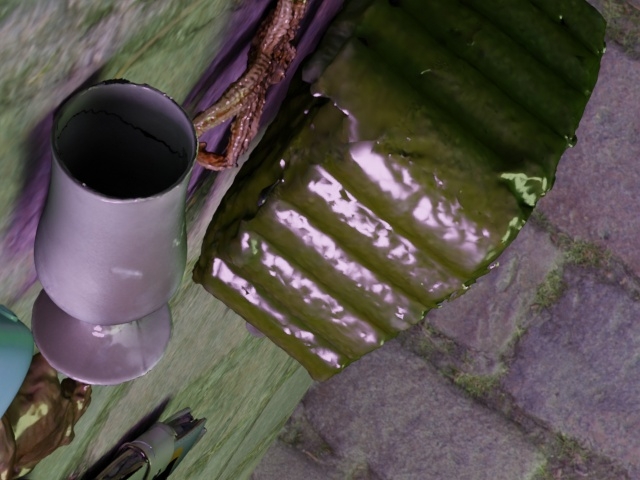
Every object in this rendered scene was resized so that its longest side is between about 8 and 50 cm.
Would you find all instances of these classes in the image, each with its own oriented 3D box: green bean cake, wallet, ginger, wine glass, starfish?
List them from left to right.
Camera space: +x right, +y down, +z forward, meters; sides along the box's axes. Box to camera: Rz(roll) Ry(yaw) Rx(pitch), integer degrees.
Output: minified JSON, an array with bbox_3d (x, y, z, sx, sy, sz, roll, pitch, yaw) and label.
[{"bbox_3d":[-0.228,0.135,1.070,0.122,0.084,0.290,-47,172,0],"label":"ginger"},{"bbox_3d":[-0.134,-0.001,0.970,0.103,0.103,0.231,-49,168,-33],"label":"wine glass"},{"bbox_3d":[-0.234,0.299,1.842,0.170,0.069,0.231,-52,173,29],"label":"wallet"},{"bbox_3d":[-0.031,-0.144,1.140,0.209,0.053,0.150,-54,-178,-13],"label":"starfish"},{"bbox_3d":[0.052,-0.079,1.239,0.319,0.218,0.335,-43,-170,47],"label":"green bean cake"}]

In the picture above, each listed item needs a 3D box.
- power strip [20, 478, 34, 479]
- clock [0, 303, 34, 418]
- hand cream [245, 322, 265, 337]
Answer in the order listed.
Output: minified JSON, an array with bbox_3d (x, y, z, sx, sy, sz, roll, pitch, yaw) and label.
[{"bbox_3d":[-0.307,0.332,1.448,0.167,0.054,0.253,-64,179,-58],"label":"power strip"},{"bbox_3d":[-0.273,0.128,0.760,0.274,0.094,0.223,-51,172,-2],"label":"clock"},{"bbox_3d":[0.000,0.000,1.934,0.340,0.078,0.124,-54,173,-36],"label":"hand cream"}]
